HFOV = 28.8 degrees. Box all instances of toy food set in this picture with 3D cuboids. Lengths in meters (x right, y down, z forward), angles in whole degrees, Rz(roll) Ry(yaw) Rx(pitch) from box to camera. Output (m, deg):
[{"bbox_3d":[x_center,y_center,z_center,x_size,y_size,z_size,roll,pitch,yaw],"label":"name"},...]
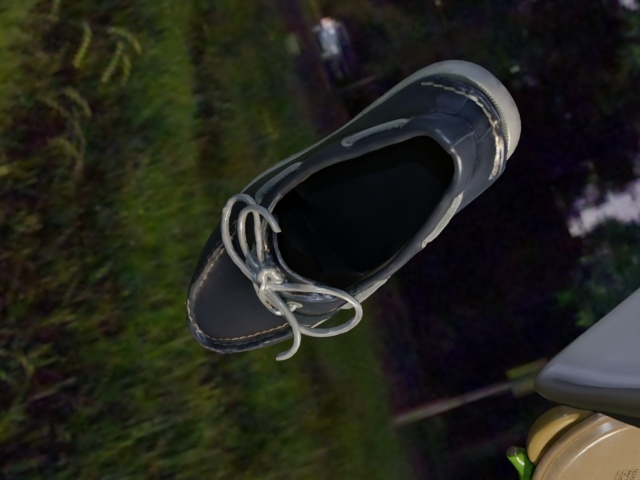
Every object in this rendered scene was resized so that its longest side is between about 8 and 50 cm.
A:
[{"bbox_3d":[0.194,0.142,0.831,0.132,0.192,0.038,40,18,-39],"label":"toy food set"}]

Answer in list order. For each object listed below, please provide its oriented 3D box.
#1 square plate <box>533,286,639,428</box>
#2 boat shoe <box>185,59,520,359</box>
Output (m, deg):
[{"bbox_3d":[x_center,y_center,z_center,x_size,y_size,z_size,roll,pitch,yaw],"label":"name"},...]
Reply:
[{"bbox_3d":[0.213,-0.054,0.207,0.049,0.344,0.347,53,-3,0],"label":"square plate"},{"bbox_3d":[0.000,0.000,0.670,0.095,0.254,0.079,54,38,-6],"label":"boat shoe"}]
